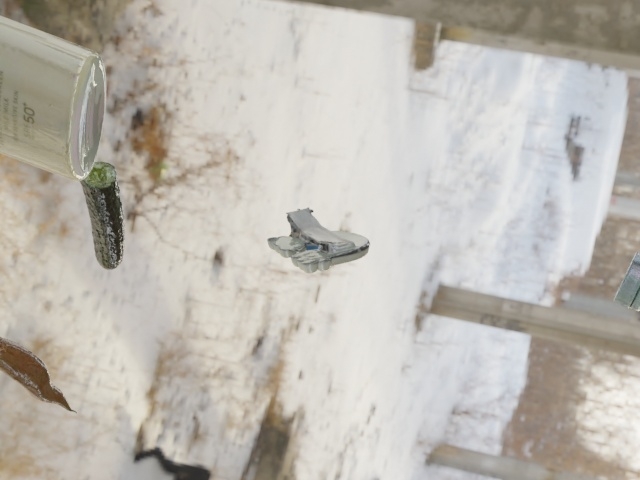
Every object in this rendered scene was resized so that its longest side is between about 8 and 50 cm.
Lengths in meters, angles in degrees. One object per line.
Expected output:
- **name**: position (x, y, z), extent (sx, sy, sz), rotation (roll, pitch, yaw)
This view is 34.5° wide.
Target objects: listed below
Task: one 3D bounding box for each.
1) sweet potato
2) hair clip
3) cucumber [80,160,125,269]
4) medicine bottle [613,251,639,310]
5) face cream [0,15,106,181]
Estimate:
- **sweet potato**: position (-0.447, 0.211, 1.598), extent (0.195, 0.056, 0.056), rotation (53, 39, -29)
- **hair clip**: position (0.000, 0.000, 1.608), extent (0.220, 0.140, 0.054), rotation (-148, -126, -62)
- **cucumber**: position (-0.325, -0.027, 1.558), extent (0.215, 0.058, 0.052), rotation (94, -5, -47)
- **medicine bottle**: position (0.462, 0.088, 1.217), extent (0.090, 0.216, 0.090), rotation (-57, 163, -27)
- **face cream**: position (-0.408, -0.191, 1.132), extent (0.081, 0.348, 0.173), rotation (-63, 173, -47)
